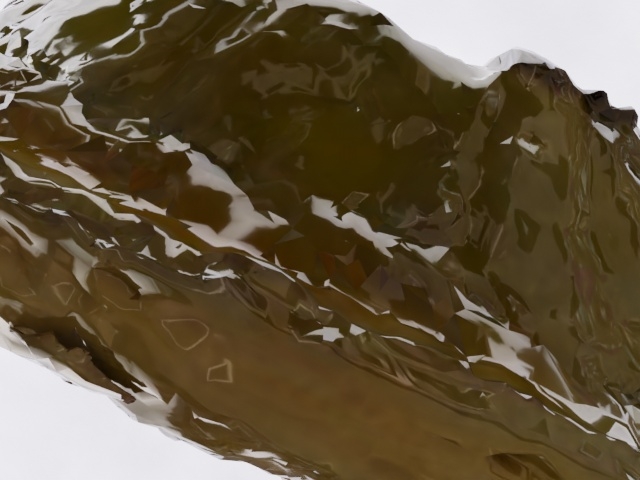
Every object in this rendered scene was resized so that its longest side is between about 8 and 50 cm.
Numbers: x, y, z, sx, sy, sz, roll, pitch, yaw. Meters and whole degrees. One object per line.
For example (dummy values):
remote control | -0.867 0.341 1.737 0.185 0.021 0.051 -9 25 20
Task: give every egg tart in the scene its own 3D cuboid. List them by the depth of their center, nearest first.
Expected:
egg tart | 0.000 0.000 0.455 0.290 0.290 0.115 24 -91 -19
